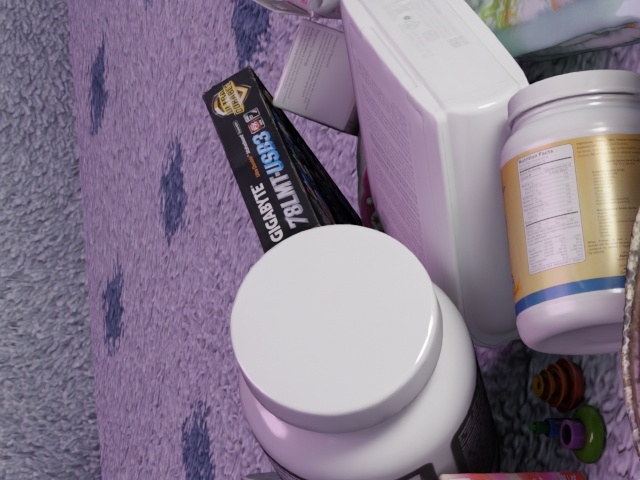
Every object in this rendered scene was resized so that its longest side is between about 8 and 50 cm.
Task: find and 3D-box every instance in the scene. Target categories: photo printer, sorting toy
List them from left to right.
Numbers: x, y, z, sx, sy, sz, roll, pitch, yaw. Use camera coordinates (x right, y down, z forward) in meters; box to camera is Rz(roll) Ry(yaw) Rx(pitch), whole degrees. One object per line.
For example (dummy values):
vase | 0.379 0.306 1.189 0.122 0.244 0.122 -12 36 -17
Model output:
photo printer | 0.117 -0.067 1.553 0.256 0.107 0.307 -121 16 -49
sorting toy | 0.211 0.153 1.481 0.061 0.042 0.102 112 152 -45

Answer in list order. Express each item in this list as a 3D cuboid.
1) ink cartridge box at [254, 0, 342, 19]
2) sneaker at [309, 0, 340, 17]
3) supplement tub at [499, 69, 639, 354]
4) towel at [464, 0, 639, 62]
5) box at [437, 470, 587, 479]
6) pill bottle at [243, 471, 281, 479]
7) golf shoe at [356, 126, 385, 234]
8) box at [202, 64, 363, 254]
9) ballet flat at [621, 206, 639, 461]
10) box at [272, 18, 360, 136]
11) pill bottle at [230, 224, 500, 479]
ink cartridge box | 0.027 -0.275 1.822 0.104 0.181 0.062 -139 53 -65
sneaker | 0.061 -0.399 1.700 0.210 0.137 0.366 124 164 -59
supplement tub | 0.218 -0.020 1.323 0.144 0.144 0.200 139 130 -64
towel | 0.215 -0.319 1.437 0.374 0.090 0.321 -178 89 -70
box | 0.180 0.356 1.405 0.300 0.142 0.154 -107 27 -43
pill bottle | -0.048 0.402 2.075 0.121 0.121 0.221 180 91 -70
golf shoe | 0.086 -0.151 1.760 0.140 0.115 0.306 -123 42 -71
box | 0.000 0.000 1.799 0.295 0.073 0.293 54 -172 -42
ballet flat | 0.292 -0.051 1.153 0.182 0.164 0.483 69 -154 -85
box | 0.015 -0.173 1.804 0.101 0.087 0.102 6 -77 -75
pill bottle | 0.044 0.144 1.507 0.363 0.210 0.210 69 -171 -60
